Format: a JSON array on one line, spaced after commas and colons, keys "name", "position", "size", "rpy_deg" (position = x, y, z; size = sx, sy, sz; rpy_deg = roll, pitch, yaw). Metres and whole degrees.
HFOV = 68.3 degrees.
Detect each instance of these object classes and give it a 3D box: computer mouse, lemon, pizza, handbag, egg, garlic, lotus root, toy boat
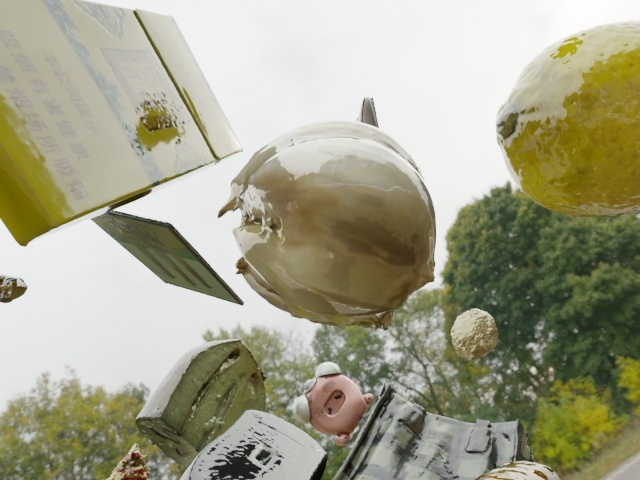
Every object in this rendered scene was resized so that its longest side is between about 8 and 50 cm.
[{"name": "computer mouse", "position": [-0.082, 0.290, 0.547], "size": [0.086, 0.137, 0.270], "rpy_deg": [-66, -12, 3]}, {"name": "lemon", "position": [0.498, -0.207, 0.848], "size": [0.387, 0.350, 0.350], "rpy_deg": [5, -39, -14]}, {"name": "pizza", "position": [-0.453, 0.578, 1.095], "size": [0.188, 0.199, 0.062], "rpy_deg": [11, -27, -14]}, {"name": "handbag", "position": [0.191, 0.450, 0.842], "size": [0.327, 0.325, 0.162], "rpy_deg": [-53, -42, -38]}, {"name": "egg", "position": [0.401, 0.248, 1.235], "size": [0.118, 0.116, 0.140], "rpy_deg": [102, -169, -77]}, {"name": "computer mouse", "position": [0.145, -0.277, 1.403], "size": [0.072, 0.310, 0.158], "rpy_deg": [-7, -22, 0]}, {"name": "garlic", "position": [0.003, -0.017, 0.470], "size": [0.203, 0.184, 0.281], "rpy_deg": [11, -13, 0]}, {"name": "lotus root", "position": [-0.259, 0.350, 1.067], "size": [0.149, 0.260, 0.267], "rpy_deg": [-12, -53, 30]}, {"name": "toy boat", "position": [-0.539, 0.079, 0.781], "size": [0.149, 0.047, 0.049], "rpy_deg": [-2, -7, 30]}]

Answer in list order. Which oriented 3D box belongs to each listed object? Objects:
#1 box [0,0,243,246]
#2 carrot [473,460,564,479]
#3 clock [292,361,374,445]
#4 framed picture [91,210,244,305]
[{"name": "box", "position": [-0.162, -0.111, 0.375], "size": [0.041, 0.153, 0.279], "rpy_deg": [-24, 12, 21]}, {"name": "carrot", "position": [0.113, 0.244, 0.342], "size": [0.302, 0.114, 0.114], "rpy_deg": [9, -46, -48]}, {"name": "clock", "position": [0.029, 0.397, 1.161], "size": [0.166, 0.162, 0.093], "rpy_deg": [-52, -10, -25]}, {"name": "framed picture", "position": [-0.320, 0.036, 0.980], "size": [0.013, 0.244, 0.324], "rpy_deg": [-65, -28, -25]}]
